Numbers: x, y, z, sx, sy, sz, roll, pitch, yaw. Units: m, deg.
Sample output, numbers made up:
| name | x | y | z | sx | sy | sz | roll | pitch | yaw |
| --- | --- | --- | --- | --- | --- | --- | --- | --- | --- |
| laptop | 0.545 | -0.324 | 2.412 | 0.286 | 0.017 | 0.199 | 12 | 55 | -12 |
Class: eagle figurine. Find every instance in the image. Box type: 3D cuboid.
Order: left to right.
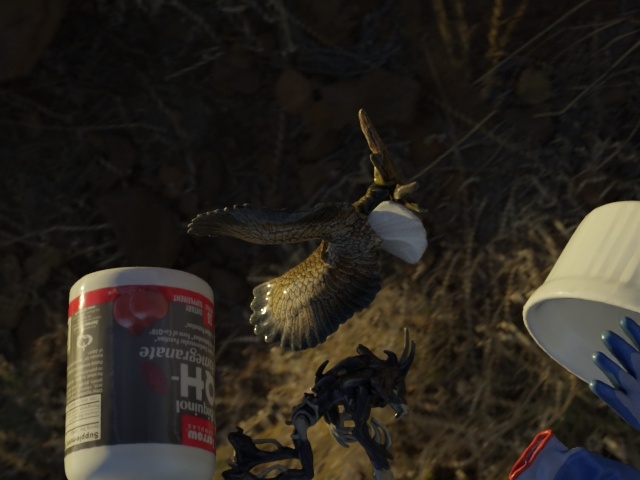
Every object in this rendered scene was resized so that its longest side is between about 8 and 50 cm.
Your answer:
| name | x | y | z | sx | sy | sz | roll | pitch | yaw |
| --- | --- | --- | --- | --- | --- | --- | --- | --- | --- |
| eagle figurine | -0.001 | 0.002 | 1.933 | 0.298 | 0.225 | 0.226 | -32 | 71 | -7 |

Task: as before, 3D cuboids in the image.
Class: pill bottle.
| name | x | y | z | sx | sy | sz | roll | pitch | yaw |
| --- | --- | --- | --- | --- | --- | --- | --- | --- | --- |
| pill bottle | -0.211 | 0.205 | 1.626 | 0.176 | 0.176 | 0.318 | -14 | 67 | 29 |

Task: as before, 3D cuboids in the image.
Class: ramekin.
| name | x | y | z | sx | sy | sz | roll | pitch | yaw |
| --- | --- | --- | --- | --- | --- | --- | --- | --- | --- |
| ramekin | 0.368 | 0.077 | 1.461 | 0.277 | 0.277 | 0.135 | 23 | 70 | 19 |

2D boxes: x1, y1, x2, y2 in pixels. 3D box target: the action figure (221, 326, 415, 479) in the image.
| name | x | y | z | sx | sy | sz | roll | pitch | yaw |
| --- | --- | --- | --- | --- | --- | --- | --- | --- | --- |
| action figure | 0.020 | 0.225 | 1.650 | 0.276 | 0.164 | 0.141 | -35 | 113 | 3 |

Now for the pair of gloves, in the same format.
| name | x | y | z | sx | sy | sz | roll | pitch | yaw |
| --- | --- | --- | --- | --- | --- | --- | --- | --- | --- |
| pair of gloves | 0.237 | 0.157 | 1.081 | 0.198 | 0.159 | 0.023 | -53 | 33 | -8 |
